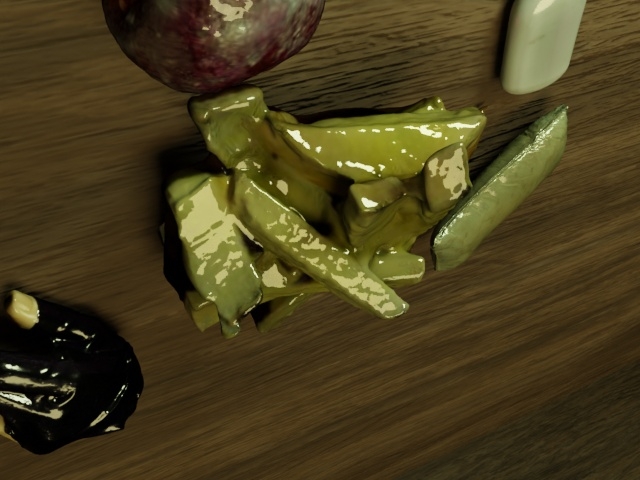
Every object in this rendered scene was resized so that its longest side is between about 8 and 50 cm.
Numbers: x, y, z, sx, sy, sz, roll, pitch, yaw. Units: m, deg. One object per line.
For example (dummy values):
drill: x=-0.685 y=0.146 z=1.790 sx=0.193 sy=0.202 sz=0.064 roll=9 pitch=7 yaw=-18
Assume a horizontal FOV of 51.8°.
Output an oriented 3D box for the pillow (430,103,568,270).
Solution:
pillow: x=0.286 y=-0.076 z=1.057 sx=0.302 sy=0.075 sz=0.185 roll=-45 pitch=160 yaw=-2

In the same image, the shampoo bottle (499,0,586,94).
shampoo bottle: x=0.287 y=-0.287 z=0.836 sx=0.108 sy=0.051 sz=0.220 roll=-23 pitch=147 yaw=-9

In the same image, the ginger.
ginger: x=0.000 y=0.000 z=0.755 sx=0.359 sy=0.211 sz=0.413 roll=8 pitch=128 yaw=-42

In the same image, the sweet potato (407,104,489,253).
sweet potato: x=0.183 y=-0.085 z=1.009 sx=0.067 sy=0.067 sz=0.273 roll=-2 pitch=133 yaw=-37

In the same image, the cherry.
cherry: x=-0.083 y=-0.218 z=0.516 sx=0.195 sy=0.195 sz=0.195 roll=-22 pitch=146 yaw=-16

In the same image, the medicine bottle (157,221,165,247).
medicine bottle: x=-0.086 y=-0.041 z=0.859 sx=0.201 sy=0.052 sz=0.171 roll=-41 pitch=145 yaw=10

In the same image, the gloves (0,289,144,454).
gloves: x=-0.363 y=0.165 z=0.837 sx=0.301 sy=0.152 sz=0.197 roll=23 pitch=92 yaw=-36
